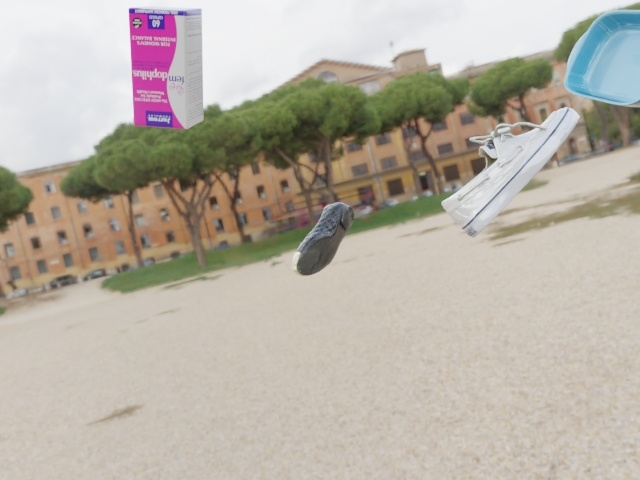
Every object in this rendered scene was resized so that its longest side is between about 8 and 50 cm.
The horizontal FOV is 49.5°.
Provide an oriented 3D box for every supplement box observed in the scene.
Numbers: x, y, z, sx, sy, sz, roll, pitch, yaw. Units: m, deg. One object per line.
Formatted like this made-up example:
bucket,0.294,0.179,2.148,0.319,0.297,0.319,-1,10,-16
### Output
supplement box,-0.294,-0.334,1.341,0.111,0.220,0.114,4,20,6

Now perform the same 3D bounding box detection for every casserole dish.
casserole dish,0.369,-0.216,0.835,0.037,0.114,0.188,20,13,-20

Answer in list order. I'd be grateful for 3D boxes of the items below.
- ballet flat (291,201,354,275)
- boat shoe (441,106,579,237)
ballet flat,0.000,0.000,1.077,0.049,0.057,0.173,-3,32,34
boat shoe,0.398,-0.185,1.517,0.367,0.156,0.136,-46,-6,-5
